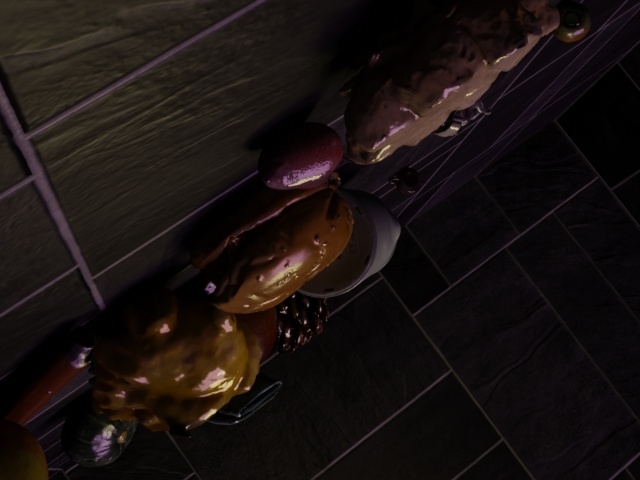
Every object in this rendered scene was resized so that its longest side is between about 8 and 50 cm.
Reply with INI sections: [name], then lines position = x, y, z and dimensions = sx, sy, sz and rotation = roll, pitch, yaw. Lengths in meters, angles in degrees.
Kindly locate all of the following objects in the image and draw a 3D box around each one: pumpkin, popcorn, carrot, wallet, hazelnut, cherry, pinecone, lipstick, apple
[pumpkin]
position = -0.542, 0.453, 2.120
dimensions = 0.211, 0.152, 0.211
rotation = 20, 90, -80
[popcorn]
position = -0.252, 0.223, 1.504
dimensions = 0.297, 0.281, 0.316
rotation = 0, 136, -12
[carrot]
position = 0.509, -0.435, 1.764
dimensions = 0.078, 0.078, 0.298
rotation = -39, 177, 18
[wallet]
position = -0.277, 0.297, 1.796
dimensions = 0.237, 0.342, 0.075
rotation = -27, 127, -70
[hazelnut]
position = -0.203, 0.171, 1.746
dimensions = 0.229, 0.229, 0.229
rotation = -36, 173, -5
[cherry]
position = -0.024, -0.114, 1.158
dimensions = 0.126, 0.087, 0.106
rotation = 0, 154, -48
[pinecone]
position = -0.103, 0.153, 1.976
dimensions = 0.272, 0.224, 0.224
rotation = -20, 167, -26
[lipstick]
position = -0.501, 0.271, 1.416
dimensions = 0.418, 0.077, 0.077
rotation = -41, 172, 25
[apple]
position = -0.543, 0.385, 1.317
dimensions = 0.261, 0.194, 0.261
rotation = -14, 136, -13

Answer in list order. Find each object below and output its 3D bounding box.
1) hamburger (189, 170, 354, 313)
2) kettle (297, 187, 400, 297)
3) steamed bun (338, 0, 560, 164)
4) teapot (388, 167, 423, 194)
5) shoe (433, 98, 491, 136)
[hamburger]
position = -0.067, -0.001, 1.412
dimensions = 0.318, 0.158, 0.318
rotation = -38, 174, -5
[kettle]
position = 0.012, 0.010, 1.711
dimensions = 0.265, 0.205, 0.318
rotation = -41, 175, 13
[steamed bun]
position = 0.129, -0.214, 1.057
dimensions = 0.292, 0.137, 0.295
rotation = -35, 179, -17
[teapot]
position = 0.221, -0.151, 2.238
dimensions = 0.100, 0.068, 0.045
rotation = 4, 161, -17
[shoe]
position = 0.231, -0.233, 1.597
dimensions = 0.180, 0.092, 0.089
rotation = -34, 173, -19
